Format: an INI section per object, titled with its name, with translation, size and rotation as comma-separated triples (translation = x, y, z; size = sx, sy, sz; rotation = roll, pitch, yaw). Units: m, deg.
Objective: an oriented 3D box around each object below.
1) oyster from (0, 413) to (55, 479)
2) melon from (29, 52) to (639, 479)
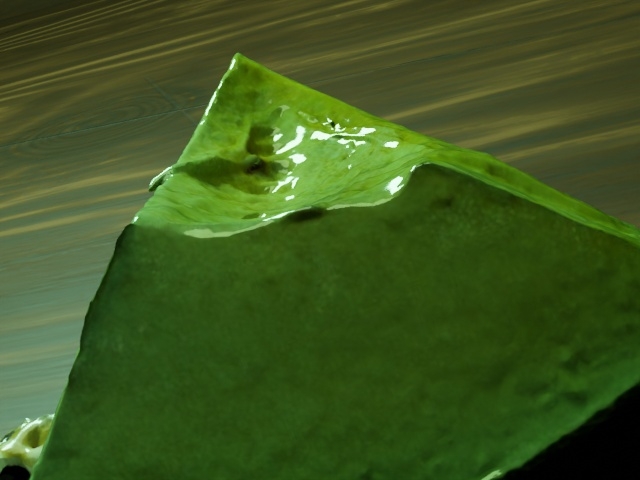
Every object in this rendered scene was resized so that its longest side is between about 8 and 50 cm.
[oyster]
translation = -0.170, 0.142, 0.615
size = 0.146, 0.045, 0.121
rotation = 3, 27, 26
[melon]
translation = 0.000, 0.000, 0.615
size = 0.331, 0.226, 0.343
rotation = -27, 9, 8
